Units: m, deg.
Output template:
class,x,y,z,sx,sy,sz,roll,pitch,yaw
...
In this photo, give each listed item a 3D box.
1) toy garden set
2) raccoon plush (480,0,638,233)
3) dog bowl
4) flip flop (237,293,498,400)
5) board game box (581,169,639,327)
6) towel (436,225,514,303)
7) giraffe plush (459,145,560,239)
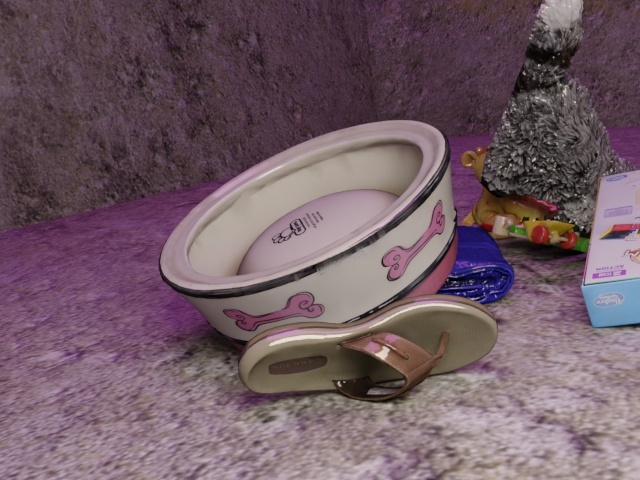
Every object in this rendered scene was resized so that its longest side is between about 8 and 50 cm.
class,x,y,z,sx,sy,sz,roll,pitch,yaw
toy garden set,0.374,-0.017,1.250,0.204,0.049,0.244,9,4,-26
raccoon plush,0.448,-0.166,1.274,0.299,0.446,0.216,23,65,15
dog bowl,0.000,0.000,1.036,0.408,0.150,0.408,-21,26,10
flip flop,0.054,0.127,0.808,0.277,0.112,0.080,-7,37,-9
board game box,0.481,-0.013,1.006,0.242,0.064,0.316,-10,25,29
towel,0.174,0.038,1.228,0.228,0.076,0.308,1,12,6
giraffe plush,0.369,-0.107,1.544,0.181,0.170,0.210,-15,14,-31
